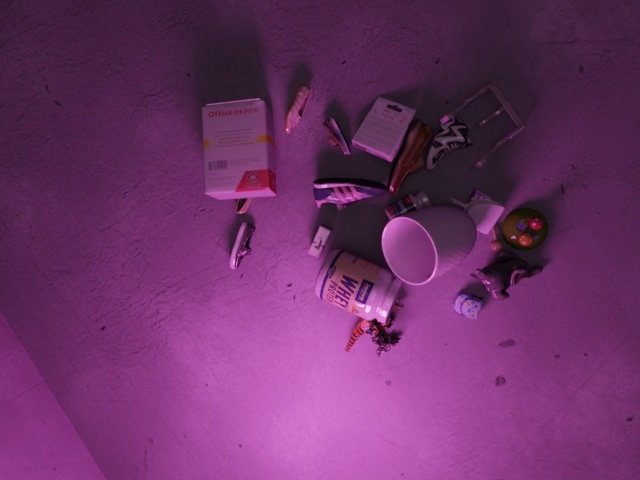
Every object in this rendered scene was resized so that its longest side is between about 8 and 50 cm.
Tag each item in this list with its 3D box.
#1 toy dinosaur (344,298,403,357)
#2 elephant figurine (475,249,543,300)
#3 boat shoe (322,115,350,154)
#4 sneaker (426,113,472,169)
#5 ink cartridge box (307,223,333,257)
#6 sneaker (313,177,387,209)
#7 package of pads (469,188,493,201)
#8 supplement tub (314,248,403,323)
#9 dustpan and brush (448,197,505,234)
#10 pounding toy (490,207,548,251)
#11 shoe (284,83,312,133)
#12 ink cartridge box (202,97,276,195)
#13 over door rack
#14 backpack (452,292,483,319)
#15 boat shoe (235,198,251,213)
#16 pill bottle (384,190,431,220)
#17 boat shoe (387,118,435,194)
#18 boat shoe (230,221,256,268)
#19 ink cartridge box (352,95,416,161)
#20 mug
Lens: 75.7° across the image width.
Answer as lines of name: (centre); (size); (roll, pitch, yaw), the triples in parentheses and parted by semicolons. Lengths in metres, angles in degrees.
toy dinosaur: (0.250, 0.395, 1.862); (0.218, 0.164, 0.322); (51, 120, 13)
elephant figurine: (0.792, 0.126, 1.721); (0.239, 0.186, 0.169); (-37, 77, 12)
boat shoe: (0.070, -0.444, 1.791); (0.066, 0.066, 0.183); (-28, 83, 16)
sneaker: (0.544, -0.389, 1.710); (0.153, 0.094, 0.234); (22, 90, 13)
ink cartridge box: (0.000, 0.000, 1.840); (0.056, 0.099, 0.135); (26, 102, 3)
sneaker: (0.128, -0.200, 1.804); (0.319, 0.112, 0.131); (5, 115, 10)
package of pads: (0.683, -0.179, 1.753); (0.083, 0.032, 0.050); (27, 98, 4)
supplement tub: (0.163, 0.195, 1.751); (0.325, 0.235, 0.235); (23, 101, 16)
dustpan and brush: (0.644, -0.130, 1.750); (0.211, 0.060, 0.147); (21, 123, -1)
pounding toy: (0.835, -0.039, 1.712); (0.237, 0.110, 0.182); (-6, 97, 8)
shoe: (-0.100, -0.566, 1.786); (0.058, 0.076, 0.218); (23, 99, 9)
ink cartridge box: (-0.343, -0.383, 1.770); (0.280, 0.160, 0.384); (-3, 86, 8)
over door rack: (0.641, -0.462, 1.643); (0.324, 0.108, 0.239); (-38, 92, -19)
backpack: (0.641, 0.284, 1.798); (0.115, 0.084, 0.104); (20, 98, 8)
boat shoe: (-0.339, -0.211, 1.872); (0.068, 0.072, 0.189); (18, 100, 5)
pill bottle: (0.376, -0.136, 1.764); (0.180, 0.108, 0.107); (-31, 93, 10)
boat shoe: (0.382, -0.339, 1.730); (0.120, 0.122, 0.323); (22, 101, -1)
boat shoe: (-0.354, 0.031, 1.911); (0.076, 0.080, 0.228); (18, 93, 7)
ink cartridge box: (0.271, -0.472, 1.745); (0.189, 0.066, 0.232); (29, 80, 21)
mug: (0.447, 0.029, 1.684); (0.276, 0.328, 0.374); (49, 141, 29)
